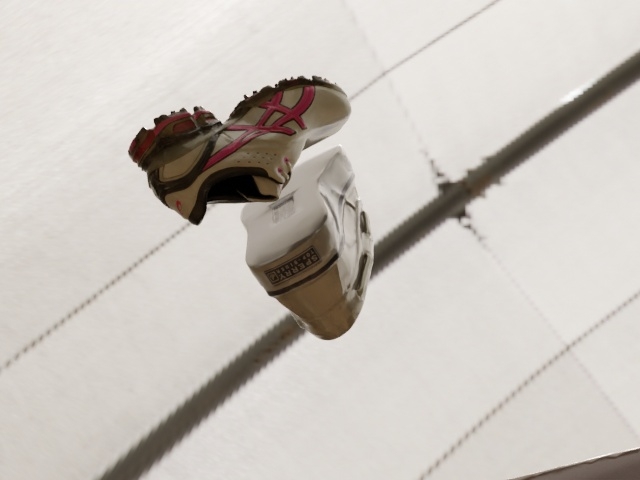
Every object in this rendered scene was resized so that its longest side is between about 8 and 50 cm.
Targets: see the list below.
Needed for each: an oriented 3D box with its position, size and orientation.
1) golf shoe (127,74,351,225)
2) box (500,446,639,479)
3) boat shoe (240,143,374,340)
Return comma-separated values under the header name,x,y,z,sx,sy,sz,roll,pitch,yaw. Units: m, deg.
name,x,y,z,sx,sy,sz,roll,pitch,yaw
golf shoe,-0.046,-0.062,1.180,0.186,0.067,0.086,-22,-111,-35
box,0.295,0.245,1.219,0.381,0.191,0.143,-19,-68,20
boat shoe,0.000,0.000,1.270,0.096,0.267,0.088,-30,-74,6
